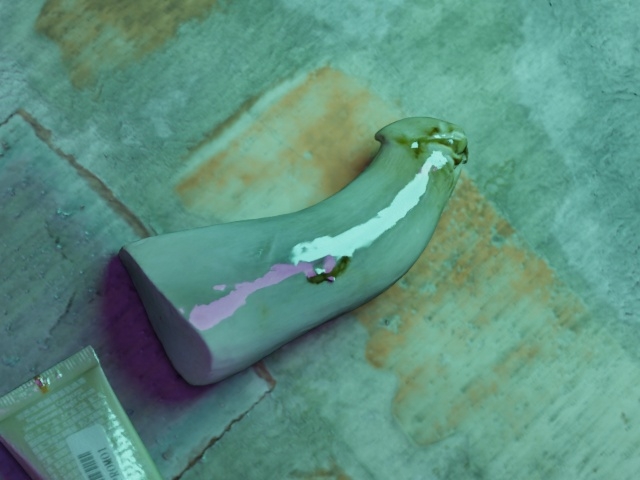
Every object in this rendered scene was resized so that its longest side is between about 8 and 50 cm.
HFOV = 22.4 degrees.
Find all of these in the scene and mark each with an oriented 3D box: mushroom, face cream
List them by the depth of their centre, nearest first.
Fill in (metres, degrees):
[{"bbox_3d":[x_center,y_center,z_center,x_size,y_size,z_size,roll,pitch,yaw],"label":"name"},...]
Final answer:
[{"bbox_3d":[-0.196,0.275,1.617,0.137,0.084,0.341,-31,77,-23],"label":"face cream"},{"bbox_3d":[0.001,-0.001,1.717,0.397,0.126,0.177,-24,75,-16],"label":"mushroom"}]
